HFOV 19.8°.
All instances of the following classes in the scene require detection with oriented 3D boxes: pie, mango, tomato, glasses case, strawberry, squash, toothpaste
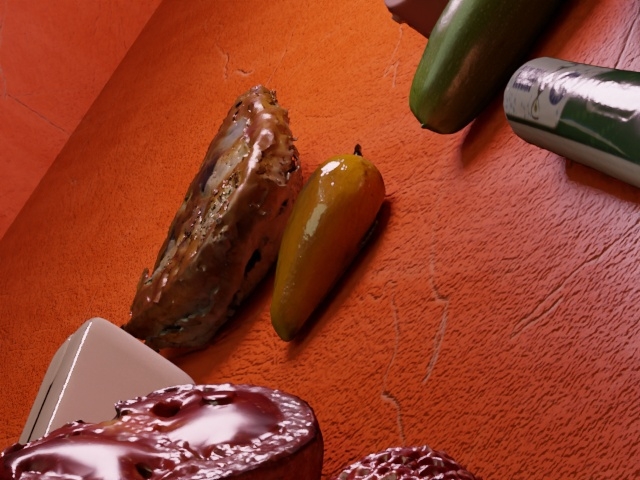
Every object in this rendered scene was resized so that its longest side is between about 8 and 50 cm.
[{"bbox_3d":[-0.101,-0.010,1.838,0.308,0.085,0.308,-52,18,24],"label":"pie"},{"bbox_3d":[0.000,0.000,1.582,0.187,0.066,0.101,-66,17,-10],"label":"mango"},{"bbox_3d":[-0.104,0.193,1.289,0.233,0.140,0.200,-16,16,-30],"label":"tomato"},{"bbox_3d":[-0.200,0.206,1.591,0.070,0.131,0.313,-45,19,32],"label":"glasses case"},{"bbox_3d":[0.046,0.164,1.076,0.121,0.082,0.188,-56,13,-18],"label":"strawberry"},{"bbox_3d":[0.165,-0.214,1.510,0.292,0.082,0.082,-53,16,4],"label":"squash"},{"bbox_3d":[0.199,-0.077,1.180,0.099,0.061,0.392,-54,19,-1],"label":"toothpaste"}]

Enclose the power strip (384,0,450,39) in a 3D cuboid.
[{"bbox_3d":[0.130,-0.254,1.697,0.154,0.078,0.154,-48,19,24],"label":"power strip"}]
